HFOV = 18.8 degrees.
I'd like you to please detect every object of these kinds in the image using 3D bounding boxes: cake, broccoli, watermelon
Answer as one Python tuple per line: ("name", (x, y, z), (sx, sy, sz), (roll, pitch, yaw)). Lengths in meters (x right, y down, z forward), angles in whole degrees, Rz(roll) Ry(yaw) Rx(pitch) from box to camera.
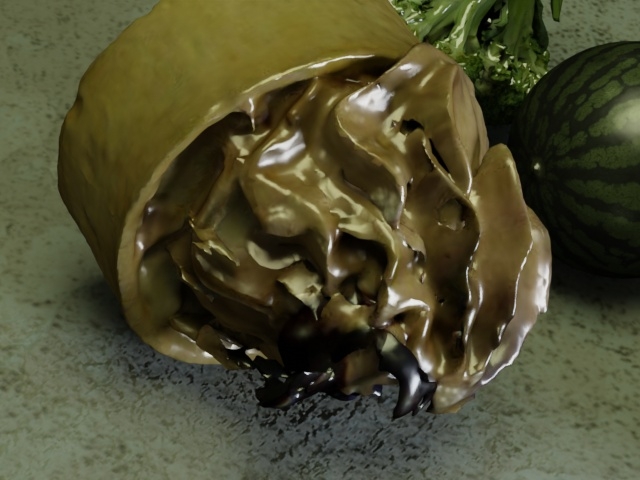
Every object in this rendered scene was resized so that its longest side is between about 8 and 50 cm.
("cake", (-0.002, -0.005, 1.463), (0.332, 0.332, 0.321), (-15, 49, -25))
("broccoli", (0.132, -0.251, 1.767), (0.304, 0.283, 0.321), (19, 45, -42))
("watermelon", (0.262, -0.069, 1.668), (0.212, 0.212, 0.212), (7, 46, -7))
